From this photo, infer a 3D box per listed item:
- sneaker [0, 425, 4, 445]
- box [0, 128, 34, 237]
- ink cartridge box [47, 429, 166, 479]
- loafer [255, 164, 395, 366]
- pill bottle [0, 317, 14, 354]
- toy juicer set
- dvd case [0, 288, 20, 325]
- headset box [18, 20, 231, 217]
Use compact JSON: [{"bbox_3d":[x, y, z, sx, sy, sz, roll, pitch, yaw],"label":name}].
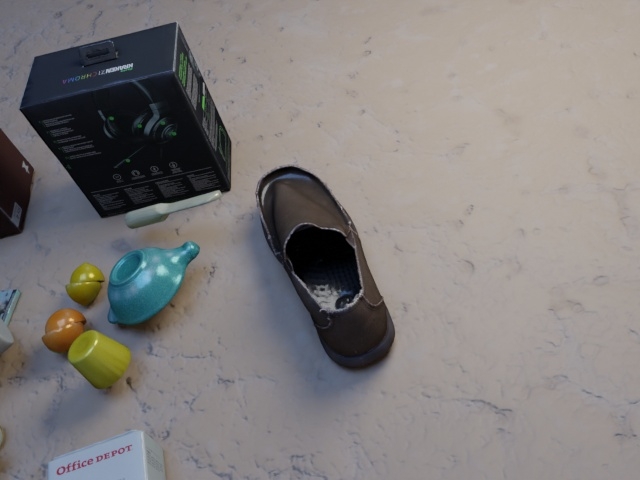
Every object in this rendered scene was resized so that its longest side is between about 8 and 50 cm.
[{"bbox_3d":[-0.537,0.288,0.868,0.186,0.084,0.069,-28,51,-7],"label":"sneaker"},{"bbox_3d":[-0.661,-0.101,1.146,0.203,0.167,0.168,-15,51,4],"label":"box"},{"bbox_3d":[-0.249,0.335,0.761,0.127,0.072,0.175,-19,51,1],"label":"ink cartridge box"},{"bbox_3d":[0.000,0.000,0.913,0.134,0.130,0.366,-27,51,-6],"label":"loafer"},{"bbox_3d":[-0.634,0.202,0.884,0.361,0.204,0.204,-42,54,-17],"label":"pill bottle"},{"bbox_3d":[-0.289,0.060,0.987,0.209,0.089,0.329,8,57,43],"label":"toy juicer set"},{"bbox_3d":[-0.560,0.122,1.047,0.120,0.013,0.087,-4,53,11],"label":"dvd case"},{"bbox_3d":[-0.305,-0.194,1.047,0.246,0.283,0.131,-12,52,7],"label":"headset box"}]
